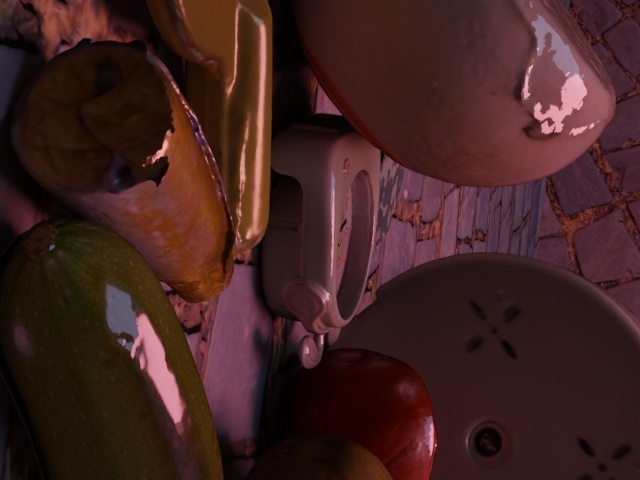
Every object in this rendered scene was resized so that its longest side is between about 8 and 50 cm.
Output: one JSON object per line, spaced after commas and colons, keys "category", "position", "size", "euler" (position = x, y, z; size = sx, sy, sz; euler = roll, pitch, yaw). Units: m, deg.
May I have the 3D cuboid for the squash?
{"category": "squash", "position": [-0.095, 0.122, 0.659], "size": [0.094, 0.094, 0.341], "euler": [-65, 156, -48]}

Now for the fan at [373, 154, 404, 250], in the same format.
{"category": "fan", "position": [0.075, -0.077, 1.347], "size": [0.131, 0.009, 0.240], "euler": [78, 24, -52]}

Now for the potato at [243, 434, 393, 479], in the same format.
{"category": "potato", "position": [-0.002, 0.267, 0.910], "size": [0.229, 0.229, 0.266], "euler": [-44, 124, -67]}

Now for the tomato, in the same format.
{"category": "tomato", "position": [0.015, 0.178, 1.035], "size": [0.082, 0.166, 0.174], "euler": [-2, 97, -35]}

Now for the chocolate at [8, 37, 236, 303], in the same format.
{"category": "chocolate", "position": [-0.087, -0.021, 0.664], "size": [0.219, 0.085, 0.086], "euler": [70, 31, -69]}

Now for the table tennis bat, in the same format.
{"category": "table tennis bat", "position": [-0.052, -0.155, 0.719], "size": [0.224, 0.054, 0.369], "euler": [-60, 157, -54]}

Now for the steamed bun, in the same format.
{"category": "steamed bun", "position": [0.084, -0.156, 0.952], "size": [0.283, 0.177, 0.283], "euler": [48, 20, -24]}

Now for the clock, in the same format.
{"category": "clock", "position": [0.000, 0.000, 1.005], "size": [0.151, 0.062, 0.191], "euler": [-37, 133, -70]}

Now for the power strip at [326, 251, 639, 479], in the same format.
{"category": "power strip", "position": [0.169, 0.190, 1.164], "size": [0.161, 0.357, 0.358], "euler": [18, 80, -73]}
